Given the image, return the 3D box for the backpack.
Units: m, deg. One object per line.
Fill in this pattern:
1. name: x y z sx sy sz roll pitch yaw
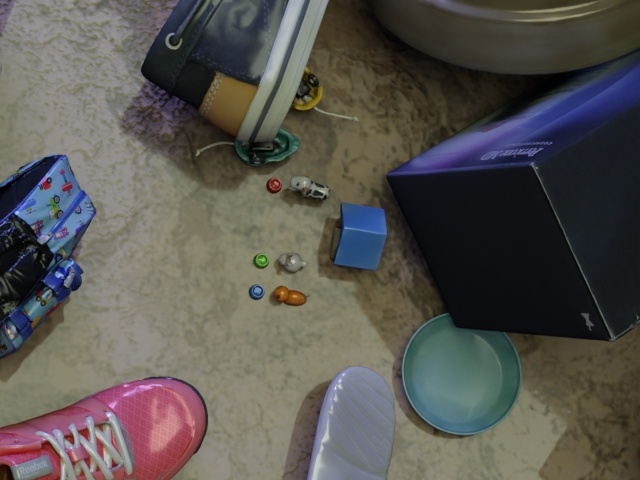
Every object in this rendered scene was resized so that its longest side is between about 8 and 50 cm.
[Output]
1. backpack: -0.271 0.010 1.758 0.117 0.158 0.173 45 62 -9

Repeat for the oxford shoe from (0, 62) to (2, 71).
1. oxford shoe: -0.343 -0.116 1.701 0.130 0.169 0.449 25 64 -8

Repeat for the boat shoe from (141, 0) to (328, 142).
1. boat shoe: -0.039 -0.336 1.845 0.156 0.187 0.500 19 73 -4

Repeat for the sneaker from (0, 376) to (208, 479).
1. sneaker: -0.239 0.208 1.728 0.314 0.136 0.116 -21 85 -15

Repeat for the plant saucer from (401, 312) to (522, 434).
1. plant saucer: 0.134 0.129 1.879 0.119 0.021 0.119 2 78 -11

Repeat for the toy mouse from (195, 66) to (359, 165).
1. toy mouse: -0.069 -0.123 1.881 0.161 0.031 0.143 46 74 0

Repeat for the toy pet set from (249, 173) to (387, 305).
1. toy pet set: 0.000 0.000 1.854 0.114 0.065 0.122 10 78 -10

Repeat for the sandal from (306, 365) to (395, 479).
1. sandal: 0.010 0.249 1.805 0.102 0.076 0.265 21 72 -25

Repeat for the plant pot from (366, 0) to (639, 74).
1. plant pot: 0.188 -0.360 1.785 0.323 0.280 0.323 -3 44 2

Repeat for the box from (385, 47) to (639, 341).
1. box: 0.266 -0.058 1.773 0.294 0.296 0.182 -31 101 -20
